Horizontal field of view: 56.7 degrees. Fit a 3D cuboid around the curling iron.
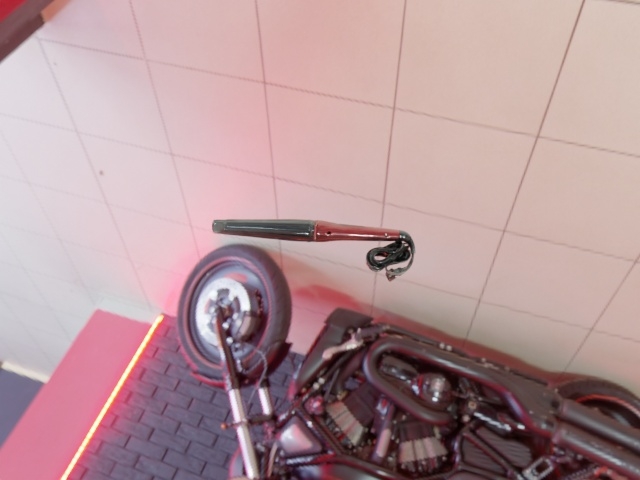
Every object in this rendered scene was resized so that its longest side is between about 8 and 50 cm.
[{"bbox_3d":[0.000,0.000,0.755,0.274,0.068,0.035,11,154,-16],"label":"curling iron"}]
